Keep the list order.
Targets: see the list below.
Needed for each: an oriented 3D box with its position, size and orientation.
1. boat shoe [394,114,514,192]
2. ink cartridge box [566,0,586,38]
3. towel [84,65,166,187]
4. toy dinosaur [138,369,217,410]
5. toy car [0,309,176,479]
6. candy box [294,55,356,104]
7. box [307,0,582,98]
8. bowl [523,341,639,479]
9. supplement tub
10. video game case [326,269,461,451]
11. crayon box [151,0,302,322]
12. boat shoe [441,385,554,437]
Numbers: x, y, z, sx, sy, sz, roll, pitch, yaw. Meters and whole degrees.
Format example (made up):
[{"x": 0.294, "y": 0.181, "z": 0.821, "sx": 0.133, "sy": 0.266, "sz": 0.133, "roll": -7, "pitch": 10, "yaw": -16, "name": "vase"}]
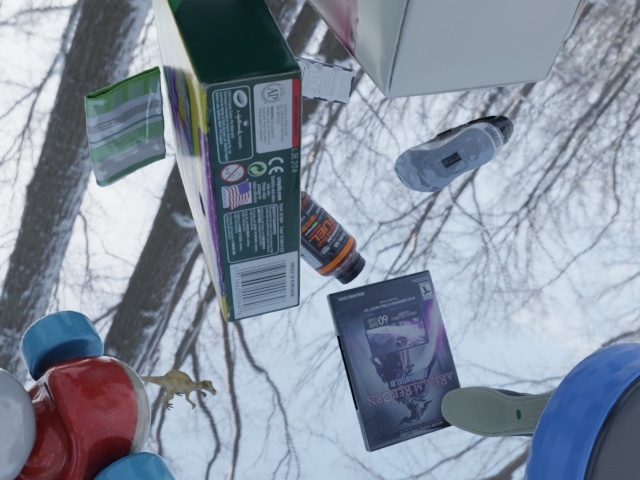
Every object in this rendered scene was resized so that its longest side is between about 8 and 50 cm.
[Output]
[{"x": 0.204, "y": -0.138, "z": 1.171, "sx": 0.076, "sy": 0.228, "sz": 0.080, "roll": -37, "pitch": -85, "yaw": -31, "name": "boat shoe"}, {"x": 0.308, "y": -0.298, "z": 1.179, "sx": 0.145, "sy": 0.179, "sz": 0.045, "roll": -13, "pitch": -126, "yaw": -16, "name": "ink cartridge box"}, {"x": -0.248, "y": -0.144, "z": 0.993, "sx": 0.023, "sy": 0.152, "sz": 0.113, "roll": 40, "pitch": -124, "yaw": 22, "name": "towel"}, {"x": -0.288, "y": 0.284, "z": 1.501, "sx": 0.183, "sy": 0.092, "sz": 0.053, "roll": 6, "pitch": -141, "yaw": 2, "name": "toy dinosaur"}, {"x": -0.284, "y": 0.177, "z": 0.637, "sx": 0.238, "sy": 0.210, "sz": 0.219, "roll": 24, "pitch": -159, "yaw": -51, "name": "toy car"}, {"x": -0.061, "y": -0.316, "z": 1.455, "sx": 0.196, "sy": 0.070, "sz": 0.165, "roll": 3, "pitch": -164, "yaw": -29, "name": "candy box"}, {"x": 0.070, "y": -0.226, "z": 0.569, "sx": 0.149, "sy": 0.127, "sz": 0.232, "roll": -11, "pitch": -132, "yaw": -24, "name": "box"}, {"x": 0.423, "y": 0.333, "z": 1.015, "sx": 0.391, "sy": 0.391, "sz": 0.077, "roll": -1, "pitch": -179, "yaw": -35, "name": "bowl"}, {"x": 0.000, "y": 0.000, "z": 1.532, "sx": 0.198, "sy": 0.106, "sz": 0.106, "roll": 43, "pitch": -148, "yaw": -16, "name": "supplement tub"}, {"x": 0.135, "y": 0.204, "z": 1.331, "sx": 0.196, "sy": 0.026, "sz": 0.274, "roll": -12, "pitch": -97, "yaw": -19, "name": "video game case"}, {"x": -0.113, "y": -0.138, "z": 0.904, "sx": 0.106, "sy": 0.363, "sz": 0.313, "roll": -12, "pitch": -129, "yaw": -13, "name": "crayon box"}, {"x": 0.315, "y": 0.290, "z": 1.269, "sx": 0.079, "sy": 0.233, "sz": 0.084, "roll": 35, "pitch": -122, "yaw": -54, "name": "boat shoe"}]
